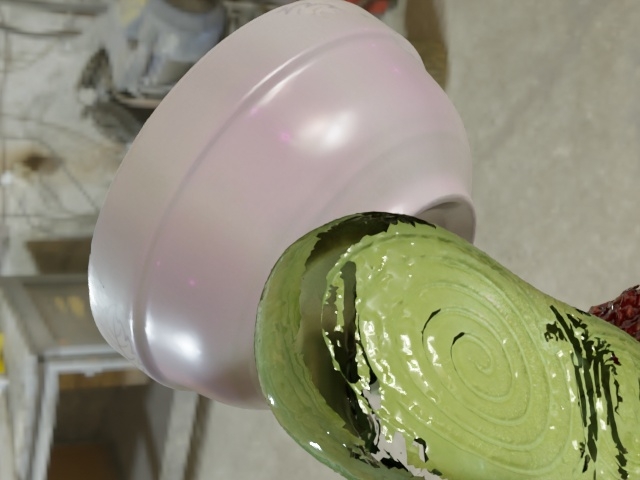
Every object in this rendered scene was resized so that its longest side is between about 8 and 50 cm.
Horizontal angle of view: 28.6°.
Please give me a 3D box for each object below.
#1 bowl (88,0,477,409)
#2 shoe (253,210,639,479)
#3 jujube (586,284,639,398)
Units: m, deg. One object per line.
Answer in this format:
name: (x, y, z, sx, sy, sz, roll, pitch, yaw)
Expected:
bowl: (0.000, 0.000, 0.835, 0.144, 0.287, 0.287, 37, 127, 26)
shoe: (0.069, 0.090, 0.599, 0.128, 0.262, 0.140, -45, 45, 33)
jujube: (0.208, 0.077, 0.823, 0.166, 0.104, 0.104, 113, 146, -59)
